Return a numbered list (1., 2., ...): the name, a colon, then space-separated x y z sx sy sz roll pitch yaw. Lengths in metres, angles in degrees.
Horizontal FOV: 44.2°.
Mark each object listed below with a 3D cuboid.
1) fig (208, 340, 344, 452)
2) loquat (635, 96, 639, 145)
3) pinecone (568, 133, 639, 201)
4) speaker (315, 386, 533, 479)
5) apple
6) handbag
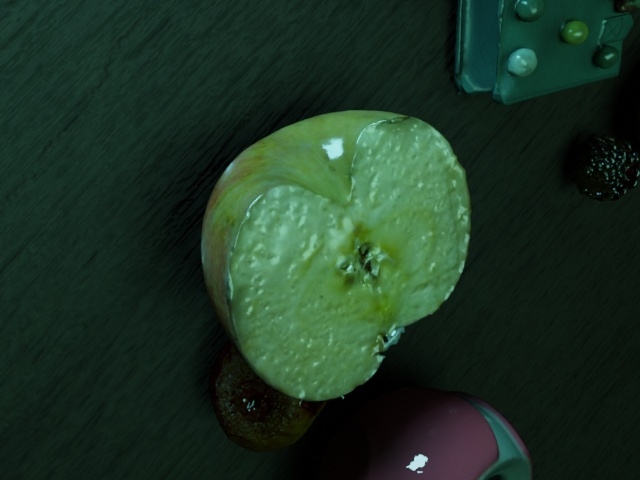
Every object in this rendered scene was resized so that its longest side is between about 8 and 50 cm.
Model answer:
1. fig: -0.031 0.158 0.927 0.146 0.133 0.201 -45 162 28
2. loquat: 0.579 -0.181 1.136 0.235 0.235 0.234 -17 122 -30
3. pinecone: 0.411 -0.106 1.143 0.102 0.102 0.109 -69 165 11
4. speaker: 0.142 0.335 1.034 0.294 0.294 0.294 -17 122 -30
5. apple: 0.000 0.000 0.817 0.293 0.163 0.251 -33 122 -21
6. handbag: 0.289 -0.307 0.933 0.274 0.100 0.268 -16 120 -31
